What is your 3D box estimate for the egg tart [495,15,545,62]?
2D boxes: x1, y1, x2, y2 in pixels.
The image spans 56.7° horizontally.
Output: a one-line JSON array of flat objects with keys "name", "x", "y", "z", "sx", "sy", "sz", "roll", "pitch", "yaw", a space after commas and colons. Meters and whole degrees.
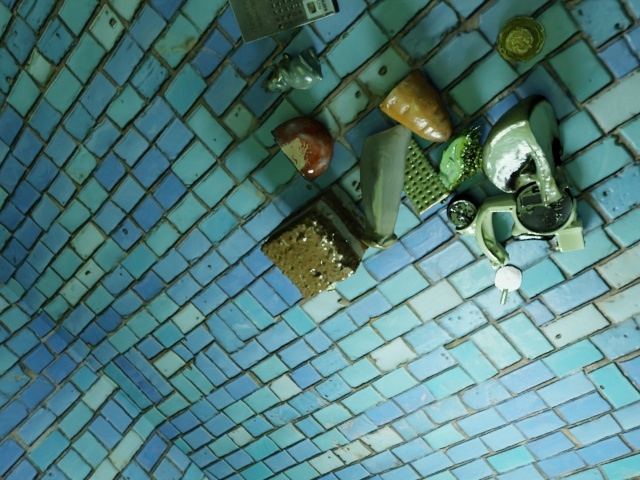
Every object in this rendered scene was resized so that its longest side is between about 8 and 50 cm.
[{"name": "egg tart", "x": 0.549, "y": -0.546, "z": 1.623, "sx": 0.130, "sy": 0.052, "sz": 0.130, "roll": 8, "pitch": 119, "yaw": 15}]

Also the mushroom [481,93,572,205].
[{"name": "mushroom", "x": 0.582, "y": -0.261, "z": 1.676, "sx": 0.212, "sy": 0.217, "sz": 0.292, "roll": -25, "pitch": 117, "yaw": 41}]

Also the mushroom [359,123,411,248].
[{"name": "mushroom", "x": 0.191, "y": -0.179, "z": 1.886, "sx": 0.154, "sy": 0.137, "sz": 0.407, "roll": 10, "pitch": 100, "yaw": 16}]

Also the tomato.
[{"name": "tomato", "x": -0.040, "y": -0.316, "z": 1.942, "sx": 0.155, "sy": 0.180, "sz": 0.214, "roll": -35, "pitch": 110, "yaw": 15}]

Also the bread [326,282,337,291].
[{"name": "bread", "x": -0.013, "y": 0.127, "z": 2.191, "sx": 0.156, "sy": 0.125, "sz": 0.086, "roll": 6, "pitch": 127, "yaw": -35}]

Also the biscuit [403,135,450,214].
[{"name": "biscuit", "x": 0.302, "y": -0.209, "z": 1.889, "sx": 0.139, "sy": 0.016, "sz": 0.231, "roll": -37, "pitch": 79, "yaw": 37}]

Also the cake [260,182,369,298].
[{"name": "cake", "x": 0.000, "y": 0.000, "z": 2.013, "sx": 0.282, "sy": 0.290, "sz": 0.255, "roll": -31, "pitch": 102, "yaw": 34}]

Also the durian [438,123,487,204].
[{"name": "durian", "x": 0.432, "y": -0.246, "z": 1.794, "sx": 0.132, "sy": 0.107, "sz": 0.375, "roll": 45, "pitch": 152, "yaw": 21}]

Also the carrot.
[{"name": "carrot", "x": 0.300, "y": -0.375, "z": 1.755, "sx": 0.225, "sy": 0.159, "sz": 0.159, "roll": 46, "pitch": 124, "yaw": -6}]

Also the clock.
[{"name": "clock", "x": 0.605, "y": -0.049, "z": 1.849, "sx": 0.379, "sy": 0.120, "sz": 0.276, "roll": -14, "pitch": 109, "yaw": 27}]

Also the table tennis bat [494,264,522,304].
[{"name": "table tennis bat", "x": 0.633, "y": 0.152, "z": 2.013, "sx": 0.087, "sy": 0.013, "sz": 0.156, "roll": 10, "pitch": 119, "yaw": 14}]

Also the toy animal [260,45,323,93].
[{"name": "toy animal", "x": -0.106, "y": -0.511, "z": 1.874, "sx": 0.236, "sy": 0.108, "sz": 0.138, "roll": -29, "pitch": 105, "yaw": 33}]

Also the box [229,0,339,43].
[{"name": "box", "x": -0.119, "y": -0.729, "z": 1.791, "sx": 0.325, "sy": 0.047, "sz": 0.180, "roll": -9, "pitch": 114, "yaw": 26}]
